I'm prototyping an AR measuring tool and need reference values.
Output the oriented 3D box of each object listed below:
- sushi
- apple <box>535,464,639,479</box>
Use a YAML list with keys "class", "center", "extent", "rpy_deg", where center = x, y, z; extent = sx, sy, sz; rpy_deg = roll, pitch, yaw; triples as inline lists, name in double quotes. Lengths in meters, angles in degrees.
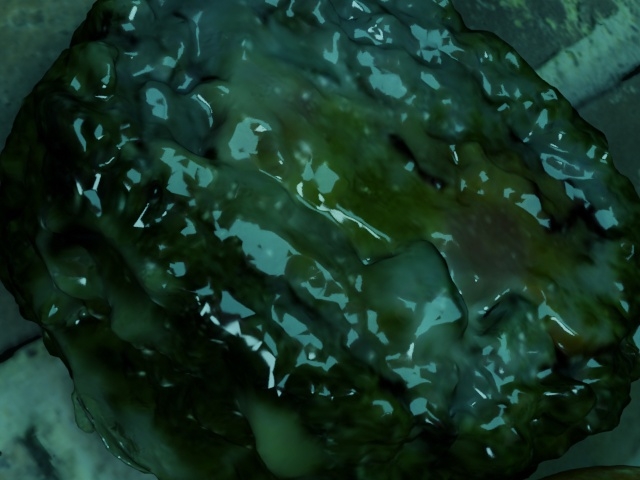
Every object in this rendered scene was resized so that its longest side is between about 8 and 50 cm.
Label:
- class: "sushi"
  center: [0.000, 0.000, 0.714]
  extent: [0.352, 0.178, 0.294]
  rpy_deg: [41, 48, -1]
- class: "apple"
  center: [0.148, 0.231, 0.608]
  extent: [0.246, 0.226, 0.246]
  rpy_deg: [6, 24, -3]
